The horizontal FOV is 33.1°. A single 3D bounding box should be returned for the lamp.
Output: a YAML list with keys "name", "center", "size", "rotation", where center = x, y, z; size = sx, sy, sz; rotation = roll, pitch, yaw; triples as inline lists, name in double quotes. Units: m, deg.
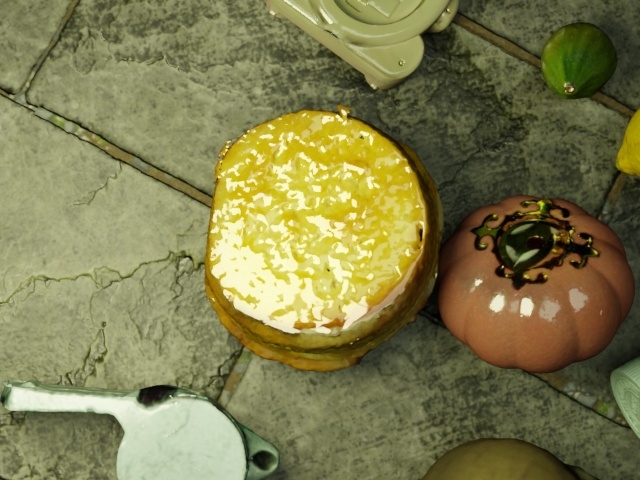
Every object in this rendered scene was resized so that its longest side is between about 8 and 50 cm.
- name: "lamp"
  center: [0.327, 0.077, 1.661]
  size: [0.305, 0.305, 0.239]
  rotation: [-21, 134, -9]

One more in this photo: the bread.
- name: "bread"
  center: [0.000, 0.000, 1.609]
  size: [0.398, 0.215, 0.398]
  rotation: [-1, 81, 6]

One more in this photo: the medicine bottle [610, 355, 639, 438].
- name: "medicine bottle"
  center: [0.647, 0.206, 1.742]
  size: [0.318, 0.158, 0.158]
  rotation: [-26, 90, -10]

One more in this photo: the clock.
- name: "clock"
  center: [0.094, -0.432, 1.729]
  size: [0.284, 0.114, 0.309]
  rotation: [35, 80, -3]

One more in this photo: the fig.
- name: "fig"
  center: [0.414, -0.283, 1.739]
  size: [0.123, 0.156, 0.123]
  rotation: [6, 115, 13]

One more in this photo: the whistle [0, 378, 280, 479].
- name: "whistle"
  center: [-0.265, 0.276, 1.597]
  size: [0.405, 0.168, 0.188]
  rotation: [37, 83, -5]

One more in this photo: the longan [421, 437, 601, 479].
- name: "longan"
  center: [0.290, 0.443, 1.603]
  size: [0.319, 0.319, 0.318]
  rotation: [1, 86, -8]

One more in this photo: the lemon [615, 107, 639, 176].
- name: "lemon"
  center: [0.602, -0.161, 1.747]
  size: [0.244, 0.187, 0.186]
  rotation: [-12, 88, 8]
